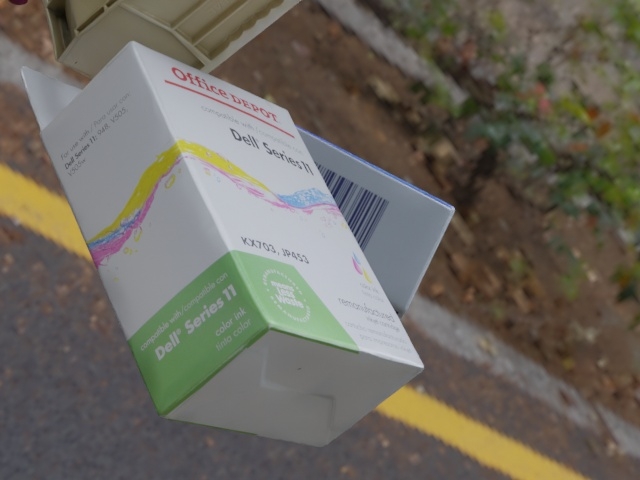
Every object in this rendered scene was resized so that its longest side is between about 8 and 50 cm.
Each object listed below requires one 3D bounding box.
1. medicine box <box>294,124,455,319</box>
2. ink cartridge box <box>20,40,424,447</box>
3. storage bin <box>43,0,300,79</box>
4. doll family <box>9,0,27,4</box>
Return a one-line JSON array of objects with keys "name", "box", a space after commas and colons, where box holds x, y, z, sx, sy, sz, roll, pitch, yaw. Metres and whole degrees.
[{"name": "medicine box", "box": [0.000, 0.000, 1.953, 0.263, 0.149, 0.289, 27, -16, 2]}, {"name": "ink cartridge box", "box": [-0.085, -0.022, 1.246, 0.207, 0.119, 0.353, 19, 36, -51]}, {"name": "storage bin", "box": [-0.116, -0.290, 1.312, 0.123, 0.260, 0.262, 25, 38, -46]}, {"name": "doll family", "box": [-0.393, -0.341, 1.780, 0.118, 0.263, 0.163, 52, 37, -39]}]
